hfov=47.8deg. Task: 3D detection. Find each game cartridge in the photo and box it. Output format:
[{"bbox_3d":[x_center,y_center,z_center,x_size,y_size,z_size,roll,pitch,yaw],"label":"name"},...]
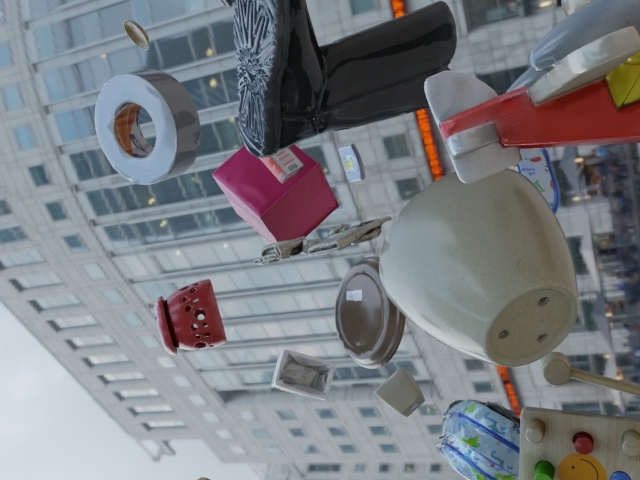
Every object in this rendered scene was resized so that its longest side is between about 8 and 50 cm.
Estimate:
[{"bbox_3d":[0.072,-0.173,1.612,0.017,0.056,0.083,-25,-79,-37],"label":"game cartridge"}]

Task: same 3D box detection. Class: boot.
[{"bbox_3d":[0.071,-0.359,1.312,0.146,0.445,0.367,55,151,32],"label":"boot"}]

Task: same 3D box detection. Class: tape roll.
[{"bbox_3d":[-0.343,-0.223,1.428,0.072,0.219,0.219,-31,-69,-54],"label":"tape roll"}]

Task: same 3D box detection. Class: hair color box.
[{"bbox_3d":[-0.119,-0.229,1.933,0.141,0.043,0.072,49,-127,7],"label":"hair color box"}]

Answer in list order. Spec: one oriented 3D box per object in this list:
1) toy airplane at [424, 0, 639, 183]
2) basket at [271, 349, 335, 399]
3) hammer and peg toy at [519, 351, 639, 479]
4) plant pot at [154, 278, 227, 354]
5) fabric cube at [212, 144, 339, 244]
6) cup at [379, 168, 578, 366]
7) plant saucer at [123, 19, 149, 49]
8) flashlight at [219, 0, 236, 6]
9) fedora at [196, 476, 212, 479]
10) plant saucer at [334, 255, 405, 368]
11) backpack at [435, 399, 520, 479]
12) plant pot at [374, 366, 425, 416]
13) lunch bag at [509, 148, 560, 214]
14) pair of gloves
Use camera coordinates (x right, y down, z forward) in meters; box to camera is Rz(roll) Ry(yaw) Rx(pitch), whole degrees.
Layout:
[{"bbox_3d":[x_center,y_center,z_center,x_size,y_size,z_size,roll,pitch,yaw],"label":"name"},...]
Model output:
[{"bbox_3d":[0.321,-0.209,0.910,0.384,0.386,0.273,-4,-84,-34],"label":"toy airplane"},{"bbox_3d":[-0.056,0.402,2.158,0.103,0.167,0.113,140,147,-69],"label":"basket"},{"bbox_3d":[0.543,0.424,1.472,0.127,0.265,0.362,-19,-70,-67],"label":"hammer and peg toy"},{"bbox_3d":[-0.367,0.217,2.030,0.191,0.174,0.191,167,90,-82],"label":"plant pot"},{"bbox_3d":[-0.137,-0.158,2.306,0.254,0.258,0.259,-44,-32,-11],"label":"fabric cube"},{"bbox_3d":[0.294,0.072,1.219,0.331,0.331,0.237,63,179,-37],"label":"cup"},{"bbox_3d":[-0.440,-0.498,1.741,0.015,0.083,0.083,-47,-47,-21],"label":"plant saucer"},{"bbox_3d":[-0.263,-0.653,1.577,0.103,0.103,0.304,-61,-41,-16],"label":"flashlight"},{"bbox_3d":[-0.264,0.627,1.736,0.079,0.194,0.194,-52,-44,-24],"label":"fedora"},{"bbox_3d":[0.112,0.177,1.786,0.041,0.278,0.278,5,-104,-30],"label":"plant saucer"},{"bbox_3d":[0.448,0.539,1.883,0.273,0.290,0.356,-48,-12,-23],"label":"backpack"},{"bbox_3d":[0.235,0.442,2.068,0.096,0.109,0.109,49,-178,31],"label":"plant pot"},{"bbox_3d":[0.521,-0.075,1.880,0.303,0.114,0.243,96,174,-46],"label":"lunch bag"},{"bbox_3d":[0.000,0.000,1.411,0.204,0.240,0.042,-17,-87,-49],"label":"pair of gloves"}]
